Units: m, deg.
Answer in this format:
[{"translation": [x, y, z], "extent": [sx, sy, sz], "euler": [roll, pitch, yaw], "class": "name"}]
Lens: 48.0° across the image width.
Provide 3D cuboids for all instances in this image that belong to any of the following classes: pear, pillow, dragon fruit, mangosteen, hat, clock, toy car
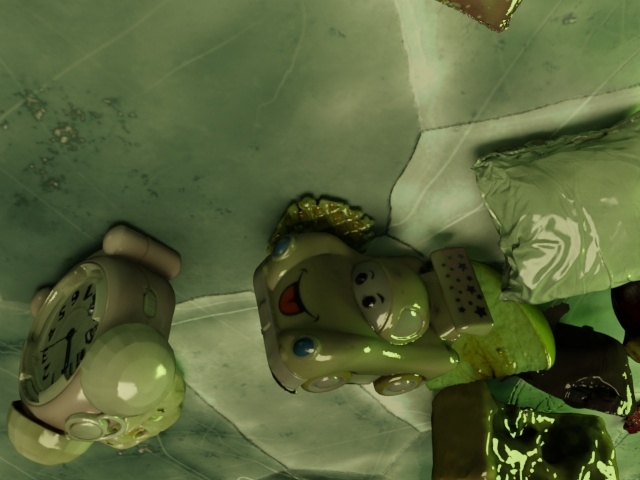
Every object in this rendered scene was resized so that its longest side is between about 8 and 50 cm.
[{"translation": [0.289, 0.135, 1.342], "extent": [0.288, 0.139, 0.239], "euler": [-24, 96, 46], "class": "pear"}, {"translation": [0.409, -0.047, 1.146], "extent": [0.310, 0.138, 0.283], "euler": [-12, 108, 4], "class": "pillow"}, {"translation": [0.792, 0.421, 1.724], "extent": [0.097, 0.063, 0.131], "euler": [35, 130, 8], "class": "dragon fruit"}, {"translation": [0.626, 0.120, 1.257], "extent": [0.228, 0.265, 0.228], "euler": [14, 143, 11], "class": "mangosteen"}, {"translation": [0.502, 0.224, 1.448], "extent": [0.238, 0.209, 0.336], "euler": [17, 171, -3], "class": "hat"}, {"translation": [-0.376, 0.182, 1.208], "extent": [0.184, 0.325, 0.342], "euler": [31, 125, -31], "class": "clock"}, {"translation": [0.193, -0.343, 0.927], "extent": [0.185, 0.043, 0.118], "euler": [16, 129, -19], "class": "pillow"}, {"translation": [0.085, 0.110, 1.185], "extent": [0.336, 0.242, 0.226], "euler": [13, 140, -36], "class": "toy car"}]

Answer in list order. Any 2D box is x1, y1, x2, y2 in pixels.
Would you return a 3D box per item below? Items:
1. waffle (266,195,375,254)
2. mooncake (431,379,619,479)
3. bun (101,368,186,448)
[{"translation": [0.000, 0.000, 1.256], "extent": [0.169, 0.036, 0.183], "euler": [17, 131, -21], "class": "waffle"}, {"translation": [0.439, 0.465, 1.560], "extent": [0.394, 0.246, 0.393], "euler": [-2, 152, 16], "class": "mooncake"}, {"translation": [-0.377, 0.337, 1.455], "extent": [0.231, 0.133, 0.231], "euler": [-18, 139, -16], "class": "bun"}]
